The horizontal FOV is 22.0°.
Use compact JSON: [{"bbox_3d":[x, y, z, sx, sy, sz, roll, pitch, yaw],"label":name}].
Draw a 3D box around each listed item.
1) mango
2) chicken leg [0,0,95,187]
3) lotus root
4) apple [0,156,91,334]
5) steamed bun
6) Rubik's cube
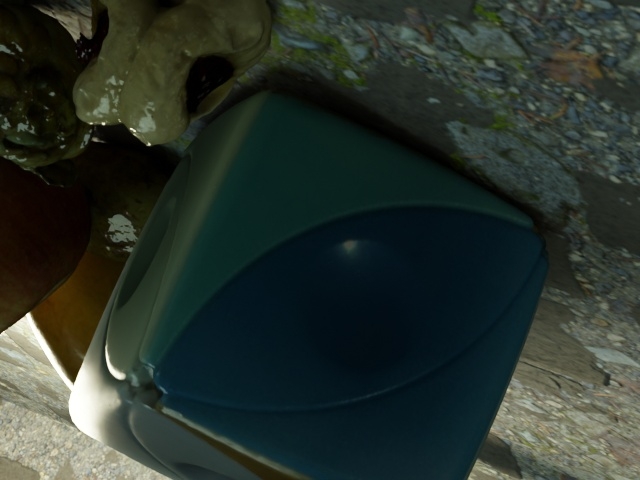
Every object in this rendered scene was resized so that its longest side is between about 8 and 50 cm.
[{"bbox_3d":[-0.222,0.115,2.159,0.232,0.300,0.445,-35,106,29],"label":"mango"},{"bbox_3d":[-0.408,-0.216,1.671,0.429,0.152,0.201,29,172,13],"label":"chicken leg"},{"bbox_3d":[-0.237,-0.046,1.939,0.260,0.128,0.145,12,149,34],"label":"lotus root"},{"bbox_3d":[-0.404,-0.020,1.787,0.302,0.301,0.301,23,163,8],"label":"apple"},{"bbox_3d":[-0.144,-0.160,1.431,0.172,0.155,0.141,24,161,3],"label":"steamed bun"},{"bbox_3d":[-0.020,0.090,1.648,0.352,0.351,0.347,25,162,-14],"label":"Rubik's cube"}]
